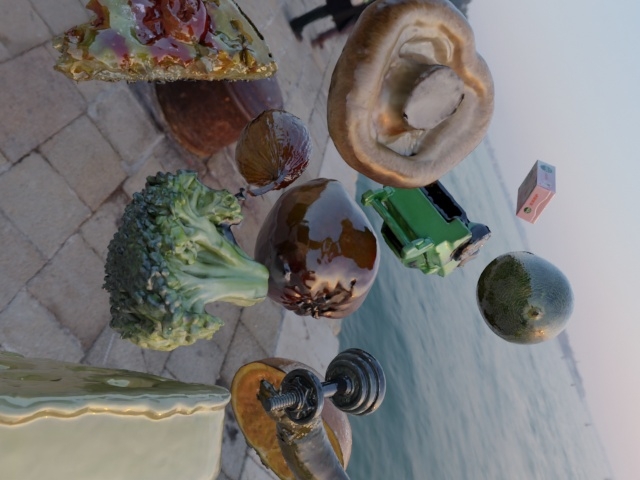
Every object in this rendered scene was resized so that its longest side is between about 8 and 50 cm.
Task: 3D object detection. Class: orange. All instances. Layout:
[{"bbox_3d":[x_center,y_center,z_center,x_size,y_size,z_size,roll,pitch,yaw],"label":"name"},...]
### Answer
[{"bbox_3d":[-0.073,0.417,1.227,0.310,0.274,0.274,27,34,-12],"label":"orange"}]

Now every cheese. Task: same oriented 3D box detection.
[{"bbox_3d":[-0.265,0.176,0.504,0.384,0.383,0.104,26,68,-62],"label":"cheese"}]

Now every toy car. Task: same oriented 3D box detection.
[{"bbox_3d":[0.208,-0.027,1.071,0.213,0.176,0.359,54,-1,18],"label":"toy car"}]

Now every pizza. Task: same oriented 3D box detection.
[{"bbox_3d":[-0.328,-0.421,1.025,0.440,0.130,0.406,39,54,1],"label":"pizza"}]

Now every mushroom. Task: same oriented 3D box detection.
[{"bbox_3d":[0.131,-0.204,0.738,0.278,0.278,0.146,57,-12,-31],"label":"mushroom"}]

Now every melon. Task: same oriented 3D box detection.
[{"bbox_3d":[0.254,0.072,0.657,0.167,0.114,0.114,-45,113,-76],"label":"melon"}]

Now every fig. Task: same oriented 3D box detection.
[{"bbox_3d":[-0.073,-0.135,0.884,0.133,0.146,0.201,12,26,-17],"label":"fig"}]

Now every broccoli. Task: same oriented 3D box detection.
[{"bbox_3d":[-0.224,0.036,0.932,0.280,0.293,0.348,21,19,-33],"label":"broccoli"}]

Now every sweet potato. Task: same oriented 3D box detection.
[{"bbox_3d":[-0.023,0.333,0.875,0.124,0.098,0.310,16,-45,61],"label":"sweet potato"}]

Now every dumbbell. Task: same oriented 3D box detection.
[{"bbox_3d":[0.006,0.227,0.794,0.254,0.110,0.110,8,63,-53],"label":"dumbbell"}]

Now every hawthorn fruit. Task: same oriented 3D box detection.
[{"bbox_3d":[-0.001,0.017,1.195,0.308,0.308,0.325,28,78,-61],"label":"hawthorn fruit"}]

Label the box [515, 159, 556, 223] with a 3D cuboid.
[{"bbox_3d":[0.463,-0.106,1.124,0.043,0.089,0.125,25,39,5],"label":"box"}]
